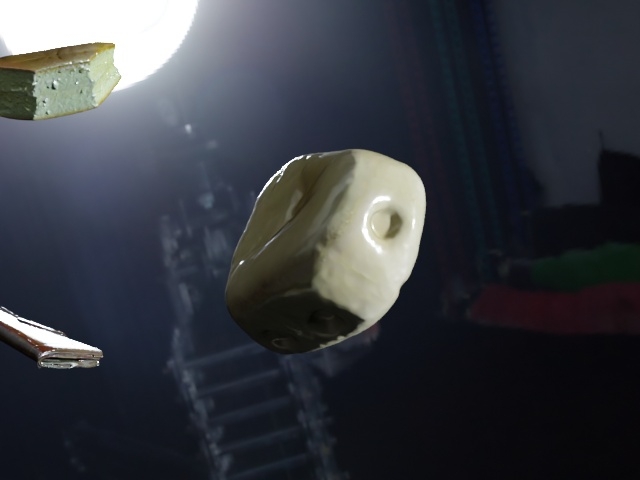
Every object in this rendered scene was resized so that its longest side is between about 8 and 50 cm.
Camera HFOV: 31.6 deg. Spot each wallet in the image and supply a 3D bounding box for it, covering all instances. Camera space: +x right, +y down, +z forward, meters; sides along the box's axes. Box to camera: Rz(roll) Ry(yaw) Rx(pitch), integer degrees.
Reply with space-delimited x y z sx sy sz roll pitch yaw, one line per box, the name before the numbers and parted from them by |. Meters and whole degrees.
wallet | -0.412 0.116 1.513 0.255 0.031 0.137 21 -179 31

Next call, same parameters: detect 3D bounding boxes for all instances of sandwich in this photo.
sandwich | -0.425 -0.256 1.812 0.258 0.094 0.096 -18 -143 -28

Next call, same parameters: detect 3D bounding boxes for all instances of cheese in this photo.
cheese | 0.000 0.000 1.102 0.235 0.117 0.218 -44 -154 21
